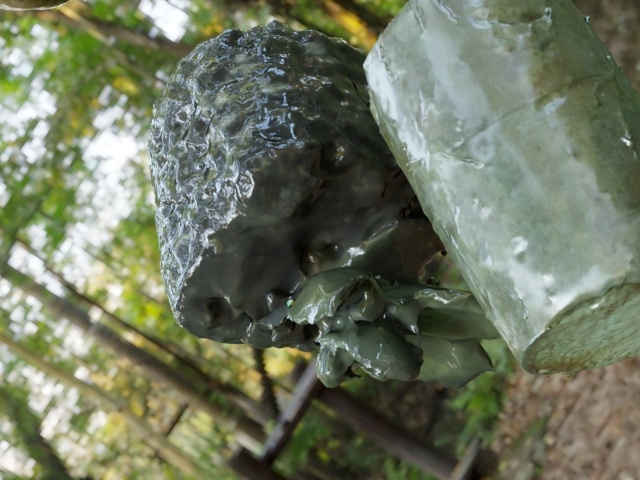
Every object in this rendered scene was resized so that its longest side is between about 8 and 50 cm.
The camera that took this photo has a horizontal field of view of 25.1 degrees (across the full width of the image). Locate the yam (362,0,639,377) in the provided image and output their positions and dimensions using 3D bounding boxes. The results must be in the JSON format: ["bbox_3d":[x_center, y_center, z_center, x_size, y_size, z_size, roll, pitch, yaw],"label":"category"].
[{"bbox_3d":[0.137,-0.049,0.912,0.161,0.268,0.161,-25,-21,-10],"label":"yam"}]

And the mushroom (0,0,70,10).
[{"bbox_3d":[-0.191,-0.254,0.947,0.231,0.194,0.138,-38,-13,-27],"label":"mushroom"}]

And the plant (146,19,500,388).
[{"bbox_3d":[0.000,0.000,1.085,0.215,0.312,0.213,2,-42,-36],"label":"plant"}]
